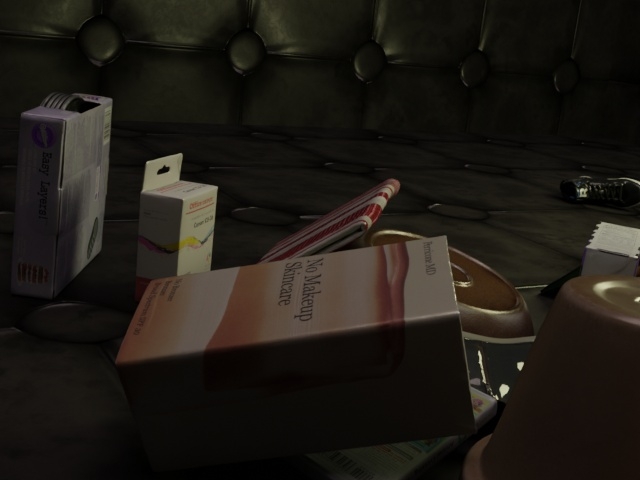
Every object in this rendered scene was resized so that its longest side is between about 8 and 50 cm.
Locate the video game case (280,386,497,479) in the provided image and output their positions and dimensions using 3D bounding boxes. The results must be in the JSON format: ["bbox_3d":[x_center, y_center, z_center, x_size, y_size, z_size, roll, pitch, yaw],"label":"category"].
[{"bbox_3d":[0.034,0.167,0.880,0.212,0.023,0.193,23,36,40],"label":"video game case"}]

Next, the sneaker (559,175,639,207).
[{"bbox_3d":[0.719,-0.120,2.280,0.121,0.079,0.217,-10,13,-38],"label":"sneaker"}]

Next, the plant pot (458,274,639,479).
[{"bbox_3d":[0.253,0.155,0.723,0.263,0.229,0.263,6,13,-1],"label":"plant pot"}]

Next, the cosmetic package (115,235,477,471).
[{"bbox_3d":[-0.016,0.101,0.811,0.296,0.129,0.153,-9,26,6],"label":"cosmetic package"}]

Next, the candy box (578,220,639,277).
[{"bbox_3d":[0.387,0.074,1.206,0.070,0.165,0.196,13,16,19],"label":"candy box"}]

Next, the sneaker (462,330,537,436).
[{"bbox_3d":[0.223,0.170,0.986,0.222,0.083,0.118,7,31,-17],"label":"sneaker"}]

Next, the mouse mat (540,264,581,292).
[{"bbox_3d":[0.467,0.032,1.457,0.152,0.007,0.189,-8,-23,-45],"label":"mouse mat"}]

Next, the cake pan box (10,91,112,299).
[{"bbox_3d":[-0.367,-0.077,1.273,0.070,0.267,0.246,8,17,-2],"label":"cake pan box"}]

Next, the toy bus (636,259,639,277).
[{"bbox_3d":[0.526,0.043,1.365,0.191,0.104,0.202,-17,-4,43],"label":"toy bus"}]

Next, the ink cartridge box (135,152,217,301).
[{"bbox_3d":[-0.200,-0.016,1.239,0.067,0.198,0.115,10,15,16],"label":"ink cartridge box"}]

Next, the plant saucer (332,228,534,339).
[{"bbox_3d":[0.167,0.059,1.249,0.310,0.050,0.310,19,19,-7],"label":"plant saucer"}]

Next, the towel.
[{"bbox_3d":[0.000,0.000,1.327,0.237,0.037,0.329,-30,6,17],"label":"towel"}]
